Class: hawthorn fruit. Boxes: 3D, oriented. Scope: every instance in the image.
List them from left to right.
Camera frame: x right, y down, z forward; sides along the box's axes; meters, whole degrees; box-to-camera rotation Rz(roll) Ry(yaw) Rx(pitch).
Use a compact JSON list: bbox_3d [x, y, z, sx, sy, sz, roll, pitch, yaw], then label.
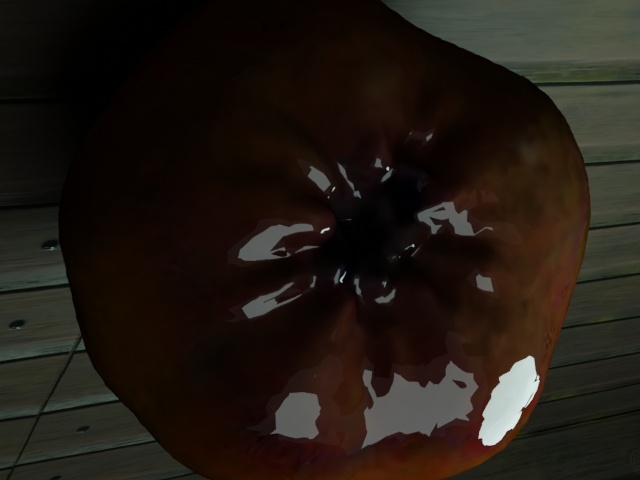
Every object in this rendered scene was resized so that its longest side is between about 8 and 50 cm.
[{"bbox_3d":[0.000,0.000,1.122,0.472,0.471,0.471,-18,154,-9],"label":"hawthorn fruit"}]
